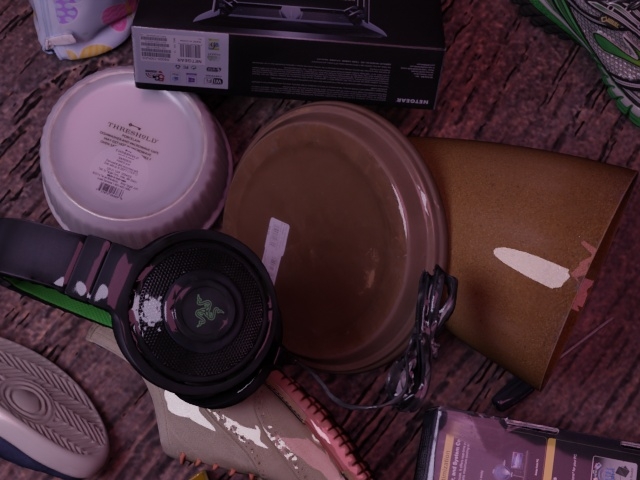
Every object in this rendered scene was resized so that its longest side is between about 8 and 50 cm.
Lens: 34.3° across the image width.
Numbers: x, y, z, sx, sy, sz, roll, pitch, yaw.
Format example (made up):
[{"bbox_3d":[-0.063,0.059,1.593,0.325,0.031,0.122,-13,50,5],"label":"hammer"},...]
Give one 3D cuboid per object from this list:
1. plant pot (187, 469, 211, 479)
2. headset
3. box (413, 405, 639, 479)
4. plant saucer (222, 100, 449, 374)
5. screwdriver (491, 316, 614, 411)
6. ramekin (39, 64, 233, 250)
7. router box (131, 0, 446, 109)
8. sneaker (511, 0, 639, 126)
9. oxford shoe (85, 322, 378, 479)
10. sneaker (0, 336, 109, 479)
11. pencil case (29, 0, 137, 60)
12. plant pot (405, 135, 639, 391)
[{"bbox_3d":[-0.124,0.293,1.038,0.082,0.081,0.083,-35,95,-9],"label":"plant pot"},{"bbox_3d":[-0.090,0.048,0.893,0.394,0.243,0.185,20,78,5],"label":"headset"},{"bbox_3d":[0.232,0.386,1.027,0.319,0.097,0.394,10,78,-3],"label":"box"},{"bbox_3d":[0.000,0.000,1.035,0.278,0.041,0.277,6,100,37],"label":"plant saucer"},{"bbox_3d":[0.253,0.128,1.121,0.170,0.024,0.025,-38,111,-12],"label":"screwdriver"},{"bbox_3d":[-0.197,-0.086,1.099,0.207,0.109,0.207,1,78,-3],"label":"ramekin"},{"bbox_3d":[-0.030,-0.253,1.101,0.309,0.081,0.242,4,46,-2],"label":"router box"},{"bbox_3d":[0.356,-0.233,1.141,0.344,0.146,0.134,39,79,5],"label":"sneaker"},{"bbox_3d":[-0.073,0.190,1.040,0.146,0.140,0.397,-42,72,-7],"label":"oxford shoe"},{"bbox_3d":[-0.387,0.166,1.040,0.350,0.131,0.148,31,108,-7],"label":"sneaker"},{"bbox_3d":[-0.264,-0.297,1.061,0.113,0.273,0.124,43,72,13],"label":"pencil case"},{"bbox_3d":[0.156,-0.005,1.059,0.254,0.237,0.237,23,77,17],"label":"plant pot"}]
